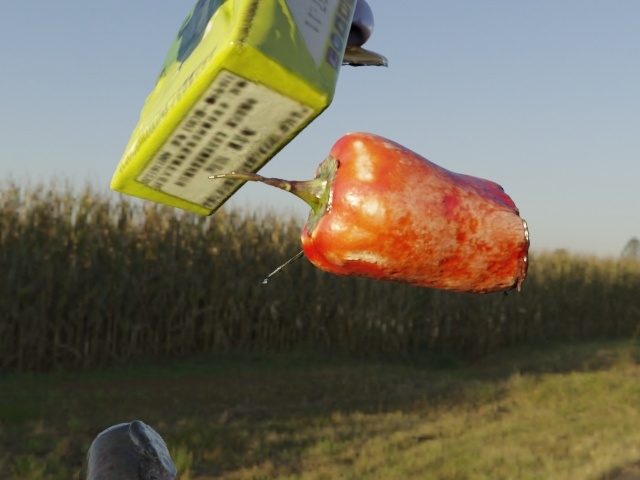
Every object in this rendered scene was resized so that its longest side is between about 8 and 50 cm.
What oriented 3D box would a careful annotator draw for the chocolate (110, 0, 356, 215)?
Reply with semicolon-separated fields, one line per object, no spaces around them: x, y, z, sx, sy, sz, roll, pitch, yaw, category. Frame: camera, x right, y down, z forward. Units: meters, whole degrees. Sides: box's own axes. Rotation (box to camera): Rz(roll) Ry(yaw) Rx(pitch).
-0.089;-0.204;1.078;0.137;0.289;0.301;30;-41;-20;chocolate

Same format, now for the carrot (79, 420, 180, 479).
-0.239;0.359;1.167;0.138;0.139;0.302;4;35;-9;carrot

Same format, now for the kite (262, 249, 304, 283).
0.000;0.000;1.621;0.335;0.011;0.314;-38;1;-43;kite

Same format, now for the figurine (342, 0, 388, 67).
0.010;-0.366;1.260;0.208;0.257;0.180;10;11;42;figurine

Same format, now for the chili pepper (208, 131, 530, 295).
0.030;-0.017;0.542;0.192;0.084;0.086;12;-41;-12;chili pepper
